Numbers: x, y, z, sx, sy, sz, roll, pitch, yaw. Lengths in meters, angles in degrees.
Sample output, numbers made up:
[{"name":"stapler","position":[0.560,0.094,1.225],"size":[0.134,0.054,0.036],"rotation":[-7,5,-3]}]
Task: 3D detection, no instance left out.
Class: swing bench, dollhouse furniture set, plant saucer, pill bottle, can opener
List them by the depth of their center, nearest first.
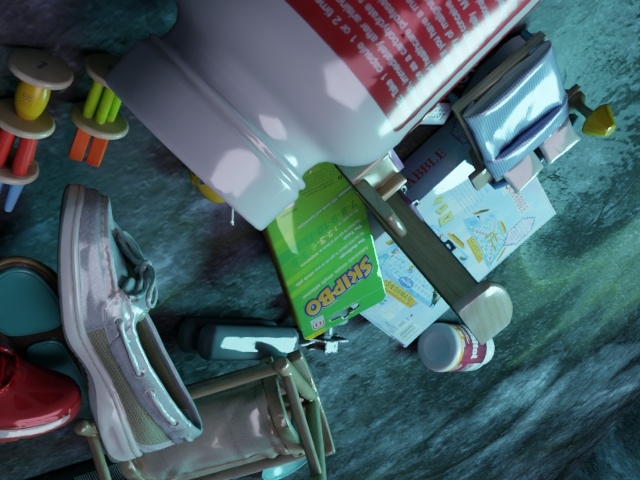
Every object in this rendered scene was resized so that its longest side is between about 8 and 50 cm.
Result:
[{"name":"pill bottle","position":[0.035,-0.210,0.711],"size":[0.407,0.229,0.229],"rotation":[-45,148,0]},{"name":"dollhouse furniture set","position":[0.208,-0.083,0.970],"size":[0.303,0.198,0.286],"rotation":[-40,151,2]},{"name":"swing bench","position":[-0.128,0.241,1.100],"size":[0.253,0.165,0.255],"rotation":[-17,178,2]},{"name":"can opener","position":[-0.064,0.109,1.205],"size":[0.283,0.076,0.095],"rotation":[9,92,-50]},{"name":"plant saucer","position":[-0.056,0.374,1.568],"size":[0.119,0.021,0.119],"rotation":[-27,147,-20]},{"name":"pill bottle","position":[0.245,0.190,1.593],"size":[0.152,0.086,0.086],"rotation":[9,124,-52]}]

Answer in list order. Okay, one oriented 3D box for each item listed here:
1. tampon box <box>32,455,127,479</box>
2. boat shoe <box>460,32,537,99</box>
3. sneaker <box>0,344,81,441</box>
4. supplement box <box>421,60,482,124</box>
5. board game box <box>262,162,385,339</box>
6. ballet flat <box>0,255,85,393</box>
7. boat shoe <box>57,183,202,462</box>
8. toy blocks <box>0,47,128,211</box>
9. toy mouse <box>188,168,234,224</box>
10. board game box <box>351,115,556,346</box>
[{"name":"tampon box","position":[-0.327,0.378,1.212],"size":[0.161,0.101,0.120],"rotation":[-10,138,-41]},{"name":"boat shoe","position":[0.221,-0.211,1.111],"size":[0.142,0.049,0.040],"rotation":[-33,-179,-14]},{"name":"sneaker","position":[-0.331,0.112,0.836],"size":[0.221,0.087,0.128],"rotation":[7,125,-18]},{"name":"supplement box","position":[0.127,-0.238,0.945],"size":[0.130,0.073,0.239],"rotation":[-6,137,-42]},{"name":"board game box","position":[0.000,0.000,1.073],"size":[0.124,0.039,0.259],"rotation":[-27,127,-13]},{"name":"ballet flat","position":[-0.288,0.077,0.909],"size":[0.080,0.073,0.232],"rotation":[-9,139,-8]},{"name":"boat shoe","position":[-0.188,0.084,0.873],"size":[0.103,0.118,0.320],"rotation":[-10,122,-7]},{"name":"toy blocks","position":[-0.229,-0.088,0.776],"size":[0.123,0.054,0.148],"rotation":[-6,137,-45]},{"name":"toy mouse","position":[-0.074,-0.099,0.920],"size":[0.143,0.031,0.161],"rotation":[-40,133,0]},{"name":"board game box","position":[0.168,-0.011,1.277],"size":[0.318,0.066,0.319],"rotation":[-42,148,4]}]
